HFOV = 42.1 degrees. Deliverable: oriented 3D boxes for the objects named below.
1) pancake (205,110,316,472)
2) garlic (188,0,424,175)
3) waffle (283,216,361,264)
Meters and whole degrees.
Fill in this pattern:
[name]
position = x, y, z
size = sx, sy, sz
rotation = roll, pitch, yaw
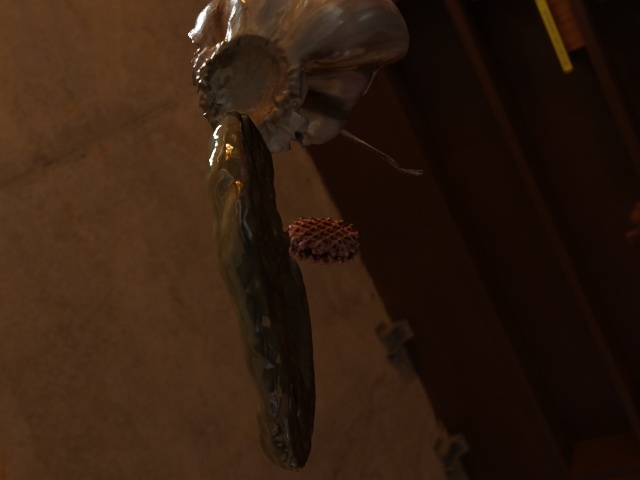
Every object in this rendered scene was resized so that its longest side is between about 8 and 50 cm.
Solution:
[pancake]
position = -0.037, 0.033, 0.542
size = 0.236, 0.042, 0.223
rotation = 79, -175, -53
[garlic]
position = -0.009, -0.128, 0.779
size = 0.257, 0.207, 0.207
rotation = 59, -149, -20
[waffle]
position = 0.000, 0.000, 0.854
size = 0.075, 0.083, 0.029
rotation = -105, 22, -62
